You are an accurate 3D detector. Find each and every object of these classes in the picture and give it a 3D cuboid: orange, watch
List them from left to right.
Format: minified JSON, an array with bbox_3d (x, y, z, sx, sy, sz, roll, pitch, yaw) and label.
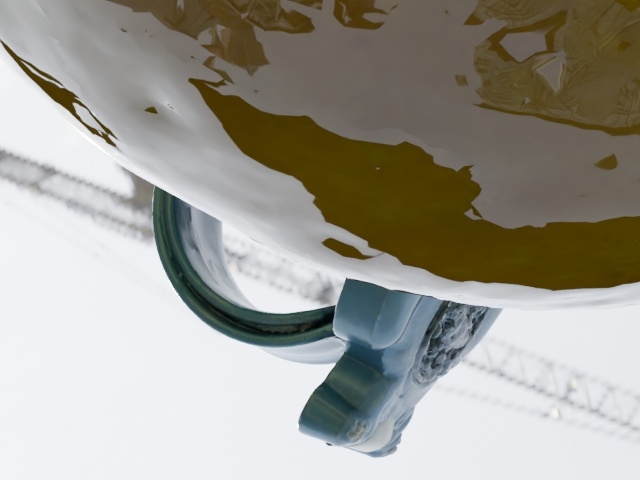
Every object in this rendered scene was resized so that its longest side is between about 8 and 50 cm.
[{"bbox_3d":[0.000,0.000,1.123,0.193,0.211,0.211,35,-114,20],"label":"watch"},{"bbox_3d":[0.037,-0.120,0.412,0.235,0.279,0.279,-44,-138,26],"label":"orange"}]
